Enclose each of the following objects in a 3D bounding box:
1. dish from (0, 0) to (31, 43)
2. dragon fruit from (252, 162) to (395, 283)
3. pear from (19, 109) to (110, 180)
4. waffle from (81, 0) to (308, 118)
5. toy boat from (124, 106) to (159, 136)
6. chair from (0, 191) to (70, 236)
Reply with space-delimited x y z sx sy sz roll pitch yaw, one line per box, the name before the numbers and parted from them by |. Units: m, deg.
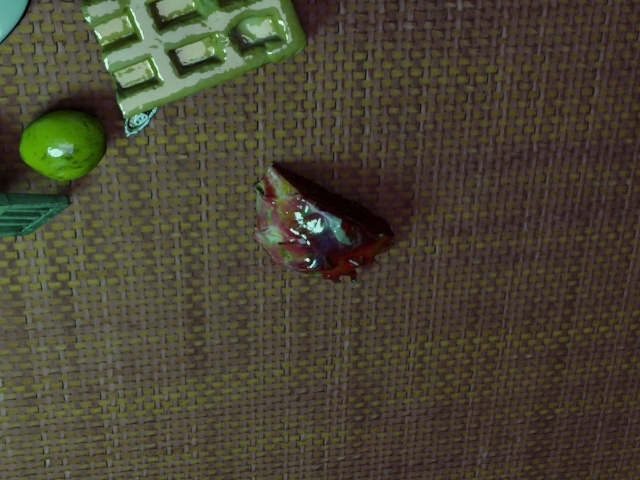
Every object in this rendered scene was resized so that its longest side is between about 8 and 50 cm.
dish | -0.542 -0.314 1.395 0.316 0.316 0.106 -31 83 6
dragon fruit | -0.001 0.009 1.735 0.274 0.126 0.161 27 110 -24
pear | -0.380 -0.142 1.581 0.131 0.107 0.107 -5 120 -2
waffle | -0.197 -0.374 1.499 0.304 0.077 0.348 -21 118 -2
toy boat | -0.273 -0.192 1.616 0.038 0.038 0.083 28 108 -25
chair | -0.529 -0.086 1.559 0.136 0.147 0.270 -28 168 38
